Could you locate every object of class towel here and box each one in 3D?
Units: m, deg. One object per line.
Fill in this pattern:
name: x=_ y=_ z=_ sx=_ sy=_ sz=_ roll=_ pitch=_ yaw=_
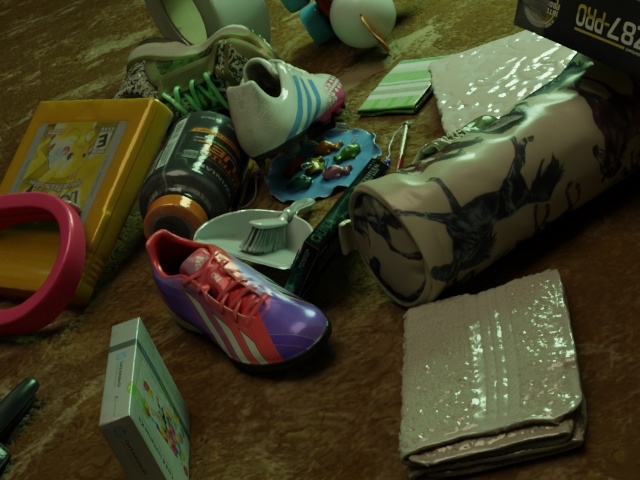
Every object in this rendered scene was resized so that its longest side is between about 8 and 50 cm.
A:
towel: x=0.318 y=-0.222 z=1.843 sx=0.317 sy=0.053 sz=0.332 roll=-18 pitch=28 yaw=10
towel: x=0.137 y=-0.240 z=2.043 sx=0.113 sy=0.023 sz=0.152 roll=-1 pitch=37 yaw=39
towel: x=0.171 y=0.130 z=1.339 sx=0.187 sy=0.049 sz=0.282 roll=-15 pitch=29 yaw=12

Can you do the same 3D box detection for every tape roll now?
tape roll: x=-0.213 y=-0.432 z=2.349 sx=0.100 sy=0.286 sz=0.286 roll=-35 pitch=31 yaw=-22

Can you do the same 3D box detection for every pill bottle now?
pill bottle: x=-0.183 y=-0.076 z=1.868 sx=0.130 sy=0.130 sz=0.246 roll=-13 pitch=30 yaw=17

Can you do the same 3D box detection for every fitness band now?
fitness band: x=-0.440 y=0.033 z=1.849 sx=0.290 sy=0.054 sz=0.209 roll=-2 pitch=62 yaw=39

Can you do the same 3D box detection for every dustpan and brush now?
dustpan and brush: x=-0.058 y=-0.020 z=1.739 sx=0.147 sy=0.060 sz=0.211 roll=15 pitch=13 yaw=21

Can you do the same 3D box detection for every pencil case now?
pencil case: x=0.221 y=-0.080 z=1.552 sx=0.410 sy=0.160 sz=0.183 roll=-31 pitch=21 yaw=-17

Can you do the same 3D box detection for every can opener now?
can opener: x=-0.395 y=0.235 z=1.573 sx=0.059 sy=0.073 sz=0.186 roll=-52 pitch=5 yaw=36

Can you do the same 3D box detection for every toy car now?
toy car: x=0.072 y=-0.394 z=2.239 sx=0.219 sy=0.210 sz=0.238 roll=-31 pitch=56 yaw=12

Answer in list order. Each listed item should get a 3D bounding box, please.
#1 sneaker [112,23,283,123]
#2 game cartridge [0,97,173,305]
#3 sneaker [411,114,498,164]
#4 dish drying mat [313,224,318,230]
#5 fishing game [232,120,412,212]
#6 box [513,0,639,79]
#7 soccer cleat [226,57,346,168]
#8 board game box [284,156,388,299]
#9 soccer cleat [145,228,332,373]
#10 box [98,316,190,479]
sneaker: x=-0.212 y=-0.242 z=2.197 sx=0.410 sy=0.158 sz=0.182 roll=0 pitch=46 yaw=46
game cartridge: x=-0.386 y=-0.064 z=1.938 sx=0.285 sy=0.052 sz=0.324 roll=3 pitch=62 yaw=40
sneaker: x=0.165 y=-0.101 z=1.655 sx=0.064 sy=0.086 sz=0.192 roll=29 pitch=71 yaw=34
dish drying mat: x=0.000 y=0.000 z=1.731 sx=0.032 sy=0.008 sz=0.083 roll=-14 pitch=29 yaw=18
fishing game: x=0.001 y=-0.120 z=1.910 sx=0.264 sy=0.041 sz=0.189 roll=-11 pitch=33 yaw=20
box: x=0.478 y=-0.253 z=1.523 sx=0.395 sy=0.097 sz=0.318 roll=-7 pitch=30 yaw=-32
soccer cleat: x=-0.049 y=-0.225 z=1.965 sx=0.116 sy=0.143 sz=0.331 roll=-20 pitch=15 yaw=21
board game box: x=0.016 y=-0.008 z=1.626 sx=0.026 sy=0.126 sz=0.186 roll=32 pitch=47 yaw=8
soccer cleat: x=-0.110 y=0.068 z=1.568 sx=0.108 sy=0.116 sz=0.318 roll=-42 pitch=33 yaw=-20
box: x=-0.184 y=0.190 z=1.387 sx=0.038 sy=0.145 sz=0.186 roll=-20 pitch=27 yaw=7
